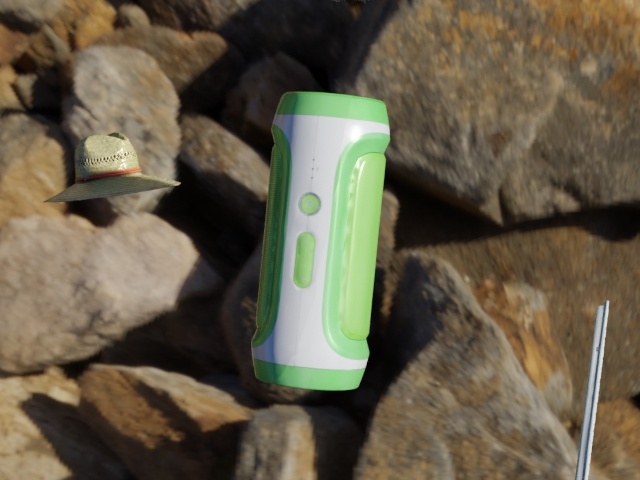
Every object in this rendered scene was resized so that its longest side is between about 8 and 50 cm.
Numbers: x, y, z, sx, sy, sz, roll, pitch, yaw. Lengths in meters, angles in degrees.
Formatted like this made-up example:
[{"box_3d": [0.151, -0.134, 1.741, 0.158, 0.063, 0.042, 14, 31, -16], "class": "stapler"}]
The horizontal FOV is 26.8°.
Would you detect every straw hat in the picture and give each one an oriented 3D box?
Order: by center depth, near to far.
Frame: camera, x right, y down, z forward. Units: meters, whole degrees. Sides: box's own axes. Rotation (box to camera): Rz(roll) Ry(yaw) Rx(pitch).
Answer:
[{"box_3d": [-0.214, -0.076, 1.342, 0.145, 0.144, 0.061, -6, 95, 10], "class": "straw hat"}]

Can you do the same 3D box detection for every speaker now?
[{"box_3d": [0.000, 0.000, 1.388, 0.131, 0.131, 0.296, 6, 91, 12], "class": "speaker"}]

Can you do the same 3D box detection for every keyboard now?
[{"box_3d": [0.256, 0.185, 1.284, 0.014, 0.072, 0.256, 6, 63, 15], "class": "keyboard"}]

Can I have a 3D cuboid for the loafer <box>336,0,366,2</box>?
[{"box_3d": [0.017, -0.187, 0.916, 0.148, 0.050, 0.056, 12, 77, 15], "class": "loafer"}]
